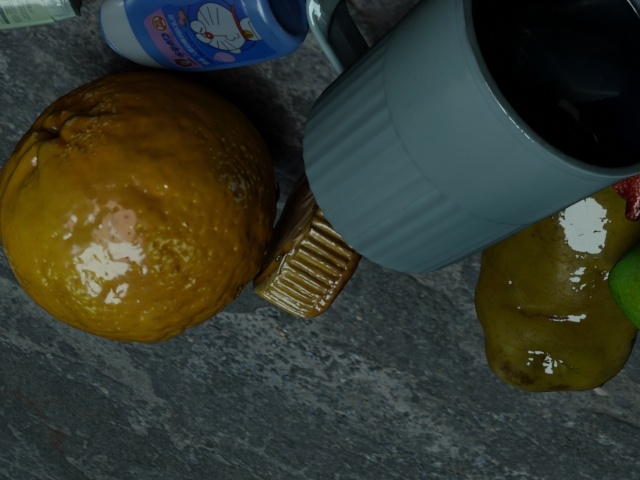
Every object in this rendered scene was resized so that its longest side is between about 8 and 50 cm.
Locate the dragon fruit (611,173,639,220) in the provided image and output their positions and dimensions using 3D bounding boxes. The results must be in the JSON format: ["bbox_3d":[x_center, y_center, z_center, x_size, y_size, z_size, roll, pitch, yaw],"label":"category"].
[{"bbox_3d":[0.393,-0.077,1.345,0.192,0.122,0.092,-43,148,27],"label":"dragon fruit"}]

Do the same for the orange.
[{"bbox_3d":[-0.227,-0.051,1.587,0.341,0.340,0.293,-5,139,36],"label":"orange"}]

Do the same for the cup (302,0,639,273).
[{"bbox_3d":[0.130,-0.144,1.326,0.331,0.257,0.311,37,144,-15],"label":"cup"}]

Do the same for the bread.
[{"bbox_3d":[0.000,0.000,1.632,0.104,0.199,0.199,30,144,-10],"label":"bread"}]

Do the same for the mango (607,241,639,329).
[{"bbox_3d":[0.476,0.017,1.324,0.382,0.201,0.225,-15,150,28],"label":"mango"}]

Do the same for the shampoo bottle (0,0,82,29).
[{"bbox_3d":[-0.397,-0.291,1.607,0.212,0.049,0.072,-2,128,13],"label":"shampoo bottle"}]

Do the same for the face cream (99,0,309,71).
[{"bbox_3d":[-0.145,-0.257,1.505,0.264,0.083,0.149,-3,135,35],"label":"face cream"}]

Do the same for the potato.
[{"bbox_3d":[0.291,0.030,1.533,0.369,0.176,0.195,96,151,-44],"label":"potato"}]
